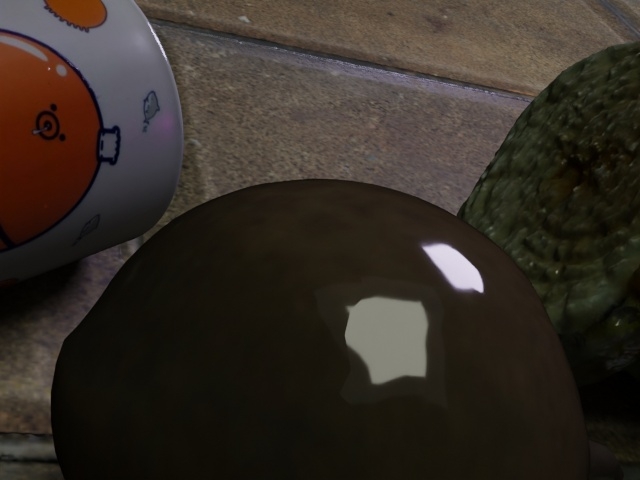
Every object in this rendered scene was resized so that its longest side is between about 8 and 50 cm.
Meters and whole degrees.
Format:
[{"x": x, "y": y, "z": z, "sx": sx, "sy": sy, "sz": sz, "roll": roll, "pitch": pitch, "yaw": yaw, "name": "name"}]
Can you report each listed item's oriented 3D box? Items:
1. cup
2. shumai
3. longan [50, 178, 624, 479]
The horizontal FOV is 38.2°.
[{"x": -0.273, "y": -0.052, "z": 0.579, "sx": 0.212, "sy": 0.212, "sz": 0.317, "roll": 37, "pitch": 38, "yaw": 23, "name": "cup"}, {"x": 0.284, "y": 0.020, "z": 0.773, "sx": 0.263, "sy": 0.309, "sz": 0.304, "roll": 38, "pitch": 34, "yaw": -23, "name": "shumai"}, {"x": 0.012, "y": 0.091, "z": 0.481, "sx": 0.300, "sy": 0.243, "sz": 0.300, "roll": 14, "pitch": 11, "yaw": -3, "name": "longan"}]
